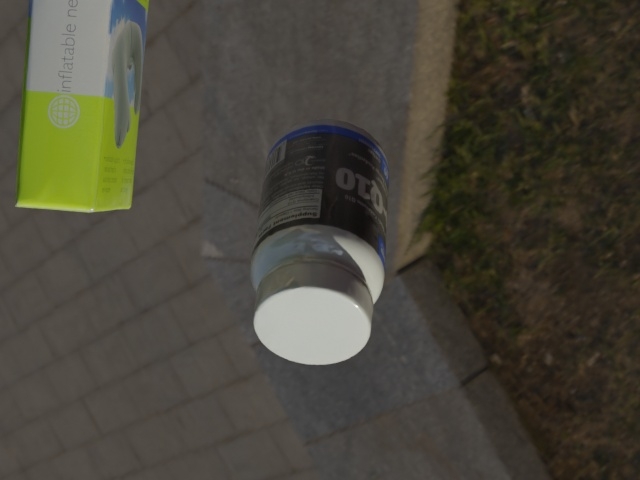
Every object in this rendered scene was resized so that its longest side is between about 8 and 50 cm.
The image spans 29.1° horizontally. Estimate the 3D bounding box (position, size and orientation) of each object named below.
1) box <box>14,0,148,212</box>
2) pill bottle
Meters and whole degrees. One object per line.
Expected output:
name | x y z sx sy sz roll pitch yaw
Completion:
box | -0.111 -0.104 0.596 0.042 0.109 0.178 5 93 0
pill bottle | 0.000 0.000 0.720 0.078 0.137 0.078 3 135 3
